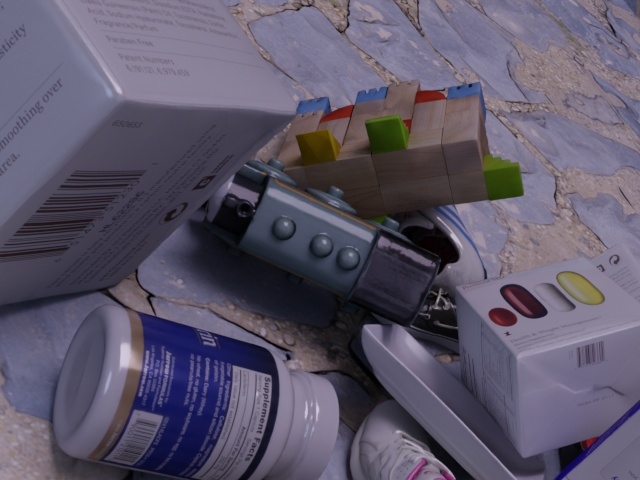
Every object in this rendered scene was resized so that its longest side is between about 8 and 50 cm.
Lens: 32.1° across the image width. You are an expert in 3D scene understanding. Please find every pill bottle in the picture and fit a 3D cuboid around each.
[{"bbox_3d":[-0.122,0.169,1.131,0.264,0.153,0.153,19,36,-28],"label":"pill bottle"}]

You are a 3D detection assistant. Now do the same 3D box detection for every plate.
[{"bbox_3d":[0.162,0.213,1.377,0.277,0.045,0.278,44,6,12],"label":"plate"}]

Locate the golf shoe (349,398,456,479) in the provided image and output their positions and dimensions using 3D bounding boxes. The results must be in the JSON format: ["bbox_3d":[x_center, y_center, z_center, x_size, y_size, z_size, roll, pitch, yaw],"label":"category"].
[{"bbox_3d":[0.106,0.276,1.233,0.115,0.140,0.306,25,32,-17],"label":"golf shoe"}]

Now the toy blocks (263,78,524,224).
[{"bbox_3d":[0.100,-0.142,1.630,0.261,0.381,0.191,-74,152,-57],"label":"toy blocks"}]

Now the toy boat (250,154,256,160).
[{"bbox_3d":[-0.167,-0.171,1.539,0.151,0.151,0.231,27,72,-36],"label":"toy boat"}]

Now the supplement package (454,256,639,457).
[{"bbox_3d":[0.300,0.142,1.425,0.194,0.149,0.203,-13,25,-11],"label":"supplement package"}]

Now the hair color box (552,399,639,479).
[{"bbox_3d":[0.372,0.304,1.265,0.185,0.339,0.110,45,31,12],"label":"hair color box"}]

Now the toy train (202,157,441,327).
[{"bbox_3d":[0.000,0.000,1.419,0.334,0.142,0.190,27,1,-9],"label":"toy train"}]

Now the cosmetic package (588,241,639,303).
[{"bbox_3d":[0.485,0.220,1.592,0.217,0.156,0.385,47,16,-50],"label":"cosmetic package"}]

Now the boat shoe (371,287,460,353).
[{"bbox_3d":[0.164,0.100,1.577,0.219,0.070,0.078,21,35,-25],"label":"boat shoe"}]

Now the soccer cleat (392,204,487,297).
[{"bbox_3d":[0.144,-0.050,1.689,0.143,0.116,0.331,25,31,-54],"label":"soccer cleat"}]

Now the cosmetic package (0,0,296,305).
[{"bbox_3d":[-0.307,-0.185,1.150,0.394,0.329,0.327,55,25,12],"label":"cosmetic package"}]

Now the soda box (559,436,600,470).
[{"bbox_3d":[0.370,0.300,1.533,0.053,0.060,0.169,27,33,-15],"label":"soda box"}]
